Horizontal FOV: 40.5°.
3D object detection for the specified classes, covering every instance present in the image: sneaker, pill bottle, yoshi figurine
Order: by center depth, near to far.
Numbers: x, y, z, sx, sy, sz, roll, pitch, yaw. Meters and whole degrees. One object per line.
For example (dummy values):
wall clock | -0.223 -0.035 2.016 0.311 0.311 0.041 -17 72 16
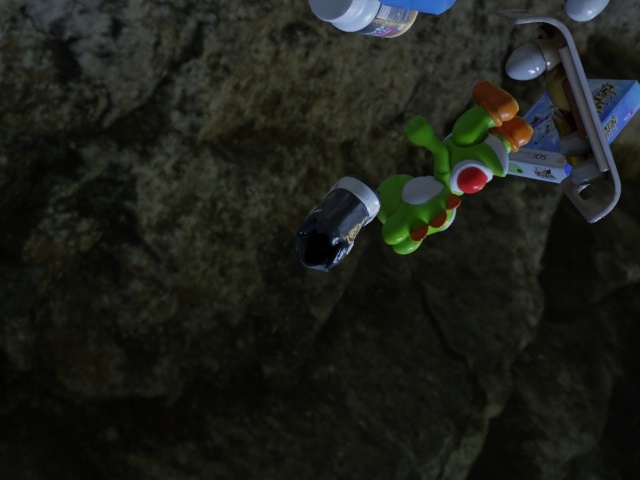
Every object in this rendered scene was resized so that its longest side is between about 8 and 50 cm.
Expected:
sneaker | 0.000 0.000 1.153 0.078 0.234 0.106 41 -116 2
yoshi figurine | 0.232 -0.140 1.708 0.203 0.362 0.203 42 176 4
pill bottle | 0.102 -0.567 2.037 0.162 0.162 0.278 42 -152 24

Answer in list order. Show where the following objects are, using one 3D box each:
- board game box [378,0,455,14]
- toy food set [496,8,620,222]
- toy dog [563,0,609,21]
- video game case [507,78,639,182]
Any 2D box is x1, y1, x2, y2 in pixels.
board game box | 0.161 -0.458 1.495 0.169 0.133 0.033 13 -121 12
toy food set | 0.337 -0.194 1.277 0.220 0.092 0.306 -76 -35 -73
toy dog | 0.548 -0.561 1.704 0.161 0.220 0.334 45 -149 1
video game case | 0.547 -0.251 1.940 0.061 0.269 0.244 48 167 -29
